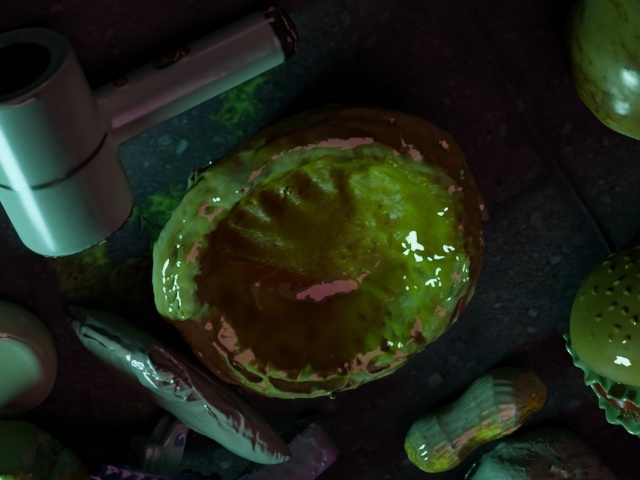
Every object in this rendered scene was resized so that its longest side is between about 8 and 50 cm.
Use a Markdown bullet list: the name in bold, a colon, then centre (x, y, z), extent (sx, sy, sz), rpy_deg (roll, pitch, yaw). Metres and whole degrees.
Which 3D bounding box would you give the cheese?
- **cheese**: centre (-0.370, 0.103, 1.555), extent (0.137, 0.064, 0.227), rpy_deg (-22, 131, -8)

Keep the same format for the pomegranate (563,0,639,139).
- **pomegranate**: centre (0.383, -0.221, 1.529), extent (0.248, 0.248, 0.248), rpy_deg (-12, 130, -15)

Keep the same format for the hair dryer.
- **hair dryer**: centre (-0.168, -0.148, 1.418), extent (0.362, 0.128, 0.203), rpy_deg (-28, 132, -11)

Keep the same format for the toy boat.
- **toy boat**: centre (-0.231, 0.265, 1.723), extent (0.262, 0.114, 0.115), rpy_deg (4, 94, -34)

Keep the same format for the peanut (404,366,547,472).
- **peanut**: centre (0.205, 0.236, 1.904), extent (0.206, 0.087, 0.087), rpy_deg (-32, 133, 6)

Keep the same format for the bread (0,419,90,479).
- **bread**: centre (-0.362, 0.304, 1.605), extent (0.186, 0.124, 0.257), rpy_deg (38, 133, 2)

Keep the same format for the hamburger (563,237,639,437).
- **hamburger**: centre (0.445, 0.109, 1.790), extent (0.274, 0.274, 0.212), rpy_deg (-34, 125, 4)

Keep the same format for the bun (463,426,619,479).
- **bun**: centre (0.320, 0.384, 2.034), extent (0.239, 0.141, 0.239), rpy_deg (-11, 127, -16)

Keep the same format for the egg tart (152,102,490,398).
- **egg tart**: centre (0.000, 0.000, 1.569), extent (0.387, 0.169, 0.388), rpy_deg (-10, 128, -13)

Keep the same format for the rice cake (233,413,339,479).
- **rice cake**: centre (-0.114, 0.352, 1.773), extent (0.365, 0.056, 0.073), rpy_deg (-42, 103, -23)

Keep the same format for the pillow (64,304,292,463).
- **pillow**: centre (-0.162, 0.166, 1.633), extent (0.270, 0.173, 0.067), rpy_deg (44, 74, -42)
